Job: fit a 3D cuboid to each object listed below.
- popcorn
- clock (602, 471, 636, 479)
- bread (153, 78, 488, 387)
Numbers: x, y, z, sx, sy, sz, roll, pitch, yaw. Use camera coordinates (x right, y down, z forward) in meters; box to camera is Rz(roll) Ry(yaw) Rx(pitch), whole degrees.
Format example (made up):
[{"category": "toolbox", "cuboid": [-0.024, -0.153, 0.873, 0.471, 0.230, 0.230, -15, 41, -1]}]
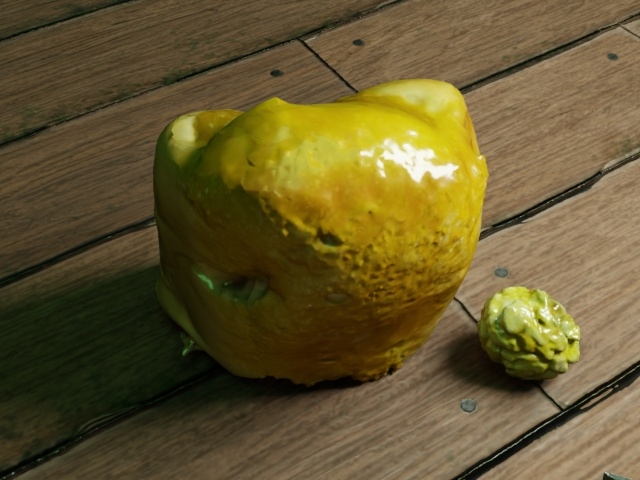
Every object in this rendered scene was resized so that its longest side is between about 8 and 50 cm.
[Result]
[{"category": "popcorn", "cuboid": [0.244, 0.104, 0.968, 0.120, 0.116, 0.106, 13, 31, 11]}, {"category": "clock", "cuboid": [0.403, 0.288, 0.646, 0.386, 0.386, 0.076, 18, 82, 15]}, {"category": "bread", "cuboid": [0.000, 0.000, 0.897, 0.360, 0.394, 0.250, -8, 64, -12]}]
